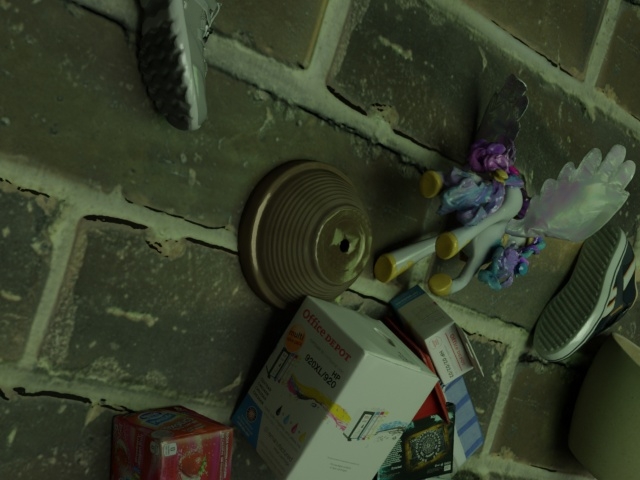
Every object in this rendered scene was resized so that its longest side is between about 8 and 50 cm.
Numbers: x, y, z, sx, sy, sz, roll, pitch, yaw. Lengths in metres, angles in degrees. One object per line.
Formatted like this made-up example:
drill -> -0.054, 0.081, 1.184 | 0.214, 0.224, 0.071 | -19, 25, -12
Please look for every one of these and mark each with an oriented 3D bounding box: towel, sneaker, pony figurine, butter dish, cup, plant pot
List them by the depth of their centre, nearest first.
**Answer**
sneaker -> -0.171, -0.285, 1.400 | 0.115, 0.105, 0.281 | -16, 109, -39
plant pot -> 0.000, 0.000, 1.611 | 0.237, 0.109, 0.237 | -10, 105, -39
butter dish -> 0.122, 0.234, 1.762 | 0.118, 0.160, 0.160 | -28, 118, -9
pony figurine -> 0.297, -0.061, 1.791 | 0.363, 0.303, 0.351 | -14, 140, -43
towel -> 0.184, 0.379, 1.906 | 0.285, 0.034, 0.209 | -39, 123, -30
sneaker -> 0.542, 0.129, 2.111 | 0.127, 0.126, 0.321 | 49, 65, -31
cup -> 0.643, 0.382, 2.162 | 0.331, 0.331, 0.237 | 27, 107, -42

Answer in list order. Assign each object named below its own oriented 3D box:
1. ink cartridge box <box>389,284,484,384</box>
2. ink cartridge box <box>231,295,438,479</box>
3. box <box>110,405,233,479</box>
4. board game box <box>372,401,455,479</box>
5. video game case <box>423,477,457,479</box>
ink cartridge box -> 0.190, 0.162, 1.760 | 0.061, 0.181, 0.104 | -30, 120, -7
ink cartridge box -> 0.020, 0.233, 1.590 | 0.168, 0.171, 0.233 | 23, 103, -41
box -> -0.212, 0.373, 1.484 | 0.122, 0.128, 0.257 | -3, 101, -42
board game box -> 0.159, 0.351, 1.832 | 0.186, 0.026, 0.126 | -1, 96, -40
video game case -> 0.254, 0.543, 1.891 | 0.206, 0.026, 0.227 | 14, 71, -30
